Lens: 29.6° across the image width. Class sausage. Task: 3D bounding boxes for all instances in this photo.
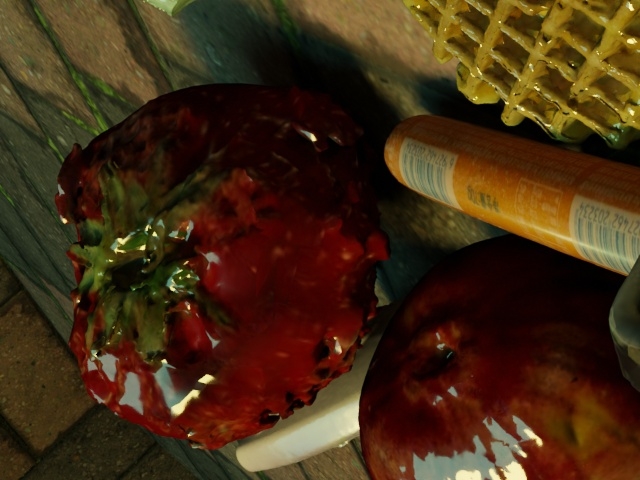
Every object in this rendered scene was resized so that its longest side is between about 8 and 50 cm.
[{"bbox_3d":[0.126,-0.023,0.638,0.053,0.053,0.348,56,166,-26],"label":"sausage"}]

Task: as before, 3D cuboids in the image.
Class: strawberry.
[{"bbox_3d":[-0.053,0.009,0.895,0.274,0.274,0.220,34,-168,35],"label":"strawberry"}]

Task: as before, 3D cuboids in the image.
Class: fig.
[{"bbox_3d":[0.151,0.105,0.769,0.249,0.203,0.186,22,-143,-45],"label":"fig"}]

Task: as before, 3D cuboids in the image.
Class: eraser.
[{"bbox_3d":[0.058,0.084,0.933,0.059,0.204,0.243,55,140,-3],"label":"eraser"}]

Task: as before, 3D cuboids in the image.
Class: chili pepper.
[{"bbox_3d":[0.162,-0.037,0.652,0.030,0.034,0.091,16,168,-17],"label":"chili pepper"}]

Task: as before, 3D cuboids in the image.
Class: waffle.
[{"bbox_3d":[0.098,-0.121,0.598,0.191,0.038,0.191,40,161,17],"label":"waffle"}]

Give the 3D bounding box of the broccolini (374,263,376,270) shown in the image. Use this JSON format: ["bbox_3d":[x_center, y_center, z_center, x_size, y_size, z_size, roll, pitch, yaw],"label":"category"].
[{"bbox_3d":[0.000,0.000,1.096,0.140,0.030,0.035,35,150,45],"label":"broccolini"}]

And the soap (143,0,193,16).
[{"bbox_3d":[-0.117,-0.239,0.713,0.198,0.114,0.063,50,162,-5],"label":"soap"}]

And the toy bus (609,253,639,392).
[{"bbox_3d":[0.315,0.097,0.299,0.440,0.209,0.249,28,156,41],"label":"toy bus"}]
